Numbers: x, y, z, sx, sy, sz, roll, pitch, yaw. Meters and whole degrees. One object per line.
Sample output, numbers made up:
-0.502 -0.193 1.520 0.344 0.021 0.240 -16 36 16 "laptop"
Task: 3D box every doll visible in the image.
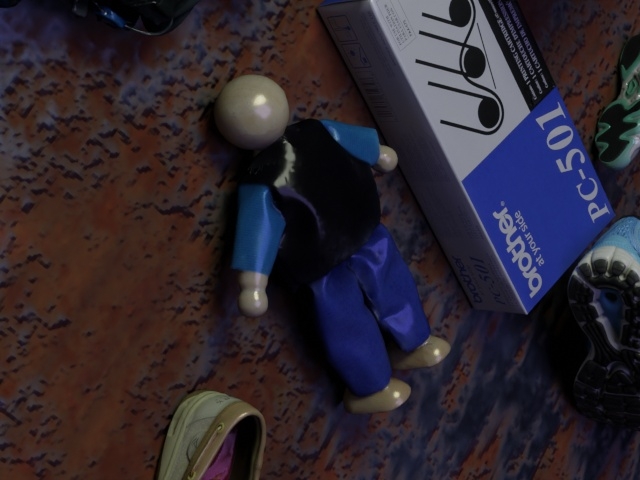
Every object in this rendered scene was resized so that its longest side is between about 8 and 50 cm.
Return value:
0.000 0.000 0.750 0.129 0.046 0.189 -43 118 -33 "doll"

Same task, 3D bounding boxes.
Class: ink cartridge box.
0.086 -0.069 0.822 0.097 0.046 0.207 -44 118 -30 "ink cartridge box"

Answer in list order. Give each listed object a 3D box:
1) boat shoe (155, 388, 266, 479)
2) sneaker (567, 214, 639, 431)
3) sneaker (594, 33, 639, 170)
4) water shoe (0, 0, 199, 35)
-0.058 0.140 0.703 0.050 0.045 0.135 15 81 -40 "boat shoe"
0.192 0.053 0.888 0.073 0.063 0.162 -57 149 -39 "sneaker"
0.215 -0.077 0.937 0.069 0.038 0.098 34 70 -35 "sneaker"
-0.087 -0.125 0.655 0.203 0.073 0.080 -28 116 -34 "water shoe"
